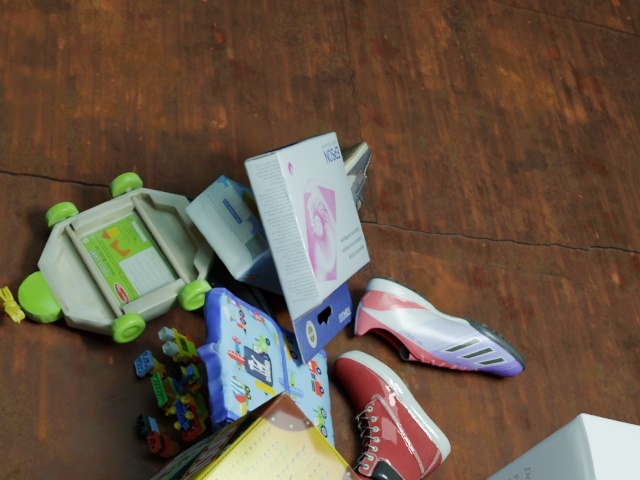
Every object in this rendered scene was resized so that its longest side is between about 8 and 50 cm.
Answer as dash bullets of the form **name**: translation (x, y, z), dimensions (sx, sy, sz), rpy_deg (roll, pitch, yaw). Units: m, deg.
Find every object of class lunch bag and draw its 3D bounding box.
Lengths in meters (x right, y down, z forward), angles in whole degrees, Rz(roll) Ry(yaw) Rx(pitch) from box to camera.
- **lunch bag**: translation (-0.103, 0.219, 1.766), dimensions (0.293, 0.138, 0.220), rpy_deg (47, 29, -48)

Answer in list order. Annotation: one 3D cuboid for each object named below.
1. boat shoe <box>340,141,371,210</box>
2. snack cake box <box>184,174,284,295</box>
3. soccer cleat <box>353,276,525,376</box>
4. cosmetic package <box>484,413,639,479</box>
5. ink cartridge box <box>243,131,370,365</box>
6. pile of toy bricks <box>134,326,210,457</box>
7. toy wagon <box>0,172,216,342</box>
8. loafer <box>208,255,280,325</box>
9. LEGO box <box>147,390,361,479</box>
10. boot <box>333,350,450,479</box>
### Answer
- **boat shoe**: translation (0.035, -0.087, 2.195), dimensions (0.092, 0.103, 0.285), rpy_deg (52, 34, -15)
- **snack cake box**: translation (-0.102, -0.001, 1.966), dimensions (0.152, 0.089, 0.264), rpy_deg (52, 9, 18)
- **soccer cleat**: translation (0.207, 0.180, 2.079), dimensions (0.318, 0.108, 0.116), rpy_deg (28, 72, -8)
- **cosmetic package**: translation (0.407, 0.499, 1.698), dimensions (0.330, 0.393, 0.327), rpy_deg (15, 50, -25)
- **ink cartridge box**: translation (0.000, 0.000, 1.919), dimensions (0.324, 0.072, 0.330), rpy_deg (-35, 109, -71)
- **pile of toy bricks**: translation (-0.213, 0.248, 1.834), dimensions (0.105, 0.118, 0.212), rpy_deg (31, 24, -39)
- **toy wagon**: translation (-0.346, 0.043, 1.898), dimensions (0.344, 0.068, 0.267), rpy_deg (-26, 61, -17)
- **loafer**: translation (-0.171, 0.085, 1.976), dimensions (0.095, 0.109, 0.302), rpy_deg (-31, 65, -18)
- **LEGO box**: translation (-0.216, 0.451, 1.463), dimensions (0.193, 0.372, 0.500), rpy_deg (50, 50, -2)
- **boot**: translation (0.076, 0.306, 1.921), dimensions (0.244, 0.088, 0.176), rpy_deg (48, 52, 9)
